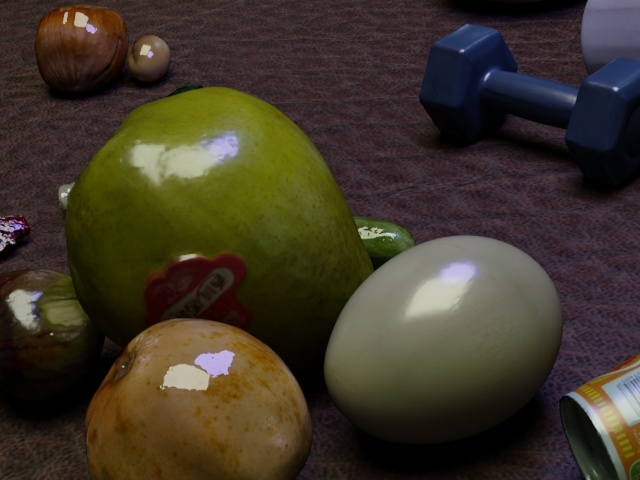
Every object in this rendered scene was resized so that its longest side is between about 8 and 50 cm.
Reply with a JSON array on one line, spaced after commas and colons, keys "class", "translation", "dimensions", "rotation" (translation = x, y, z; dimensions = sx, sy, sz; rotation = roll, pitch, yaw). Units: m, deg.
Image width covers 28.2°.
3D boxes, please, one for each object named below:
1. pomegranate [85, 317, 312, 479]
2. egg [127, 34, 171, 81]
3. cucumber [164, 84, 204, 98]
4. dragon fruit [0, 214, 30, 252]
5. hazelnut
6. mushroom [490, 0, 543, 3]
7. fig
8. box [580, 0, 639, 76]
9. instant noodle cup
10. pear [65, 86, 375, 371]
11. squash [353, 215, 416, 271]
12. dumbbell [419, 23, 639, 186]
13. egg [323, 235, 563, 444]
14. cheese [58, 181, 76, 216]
[{"class": "pomegranate", "translation": [-0.108, 0.171, 1.121], "dimensions": [0.207, 0.207, 0.207], "rotation": [-6, 31, 4]}, {"class": "egg", "translation": [-0.276, -0.289, 2.041], "dimensions": [0.071, 0.071, 0.083], "rotation": [1, 48, 15]}, {"class": "cucumber", "translation": [-0.206, -0.178, 1.852], "dimensions": [0.116, 0.062, 0.115], "rotation": [7, 31, 21]}, {"class": "dragon fruit", "translation": [-0.446, -0.002, 1.646], "dimensions": [0.131, 0.063, 0.097], "rotation": [-25, 67, -25]}, {"class": "hazelnut", "translation": [-0.383, -0.306, 2.050], "dimensions": [0.150, 0.150, 0.150], "rotation": [-6, 31, 4]}, {"class": "mushroom", "translation": [0.322, -0.545, 2.102], "dimensions": [0.292, 0.290, 0.292], "rotation": [-2, 31, 1]}, {"class": "fig", "translation": [-0.250, 0.089, 1.372], "dimensions": [0.245, 0.149, 0.149], "rotation": [-11, 29, -28]}, {"class": "box", "translation": [0.496, -0.275, 1.712], "dimensions": [0.291, 0.262, 0.206], "rotation": [16, -3, -43]}, {"class": "instant noodle cup", "translation": [0.317, 0.154, 1.108], "dimensions": [0.185, 0.168, 0.168], "rotation": [-22, 33, -7]}, {"class": "pear", "translation": [-0.089, 0.010, 1.297], "dimensions": [0.287, 0.375, 0.287], "rotation": [-41, 33, 34]}, {"class": "squash", "translation": [0.000, 0.000, 1.503], "dimensions": [0.239, 0.069, 0.069], "rotation": [6, 34, 22]}, {"class": "dumbbell", "translation": [0.285, -0.182, 1.660], "dimensions": [0.316, 0.156, 0.144], "rotation": [22, 13, 39]}, {"class": "egg", "translation": [0.116, 0.096, 1.205], "dimensions": [0.242, 0.186, 0.186], "rotation": [-31, 37, -16]}, {"class": "cheese", "translation": [-0.252, -0.068, 1.698], "dimensions": [0.194, 0.043, 0.065], "rotation": [-11, 30, -5]}]
